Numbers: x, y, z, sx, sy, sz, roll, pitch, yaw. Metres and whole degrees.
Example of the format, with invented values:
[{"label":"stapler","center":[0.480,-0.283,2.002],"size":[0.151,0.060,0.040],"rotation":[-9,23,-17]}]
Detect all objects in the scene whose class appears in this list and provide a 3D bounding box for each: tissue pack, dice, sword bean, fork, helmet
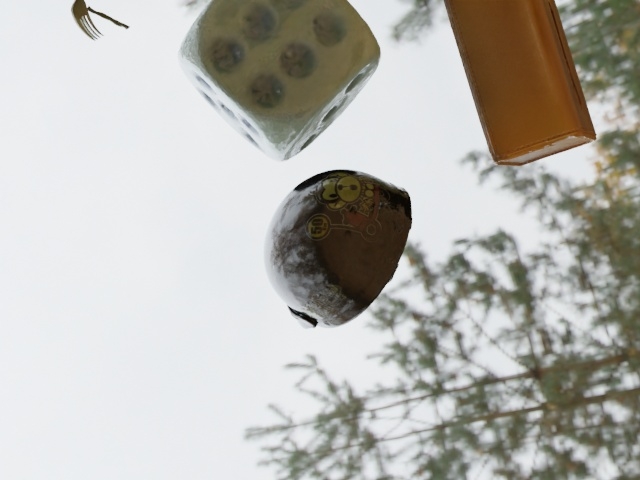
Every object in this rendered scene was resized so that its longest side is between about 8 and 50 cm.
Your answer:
[{"label":"tissue pack","center":[0.315,-0.267,1.537],"size":[0.194,0.145,0.275],"rotation":[-11,-97,-64]},{"label":"dice","center":[-0.071,-0.318,1.739],"size":[0.264,0.262,0.268],"rotation":[45,-96,3]},{"label":"sword bean","center":[-0.367,-0.385,1.709],"size":[0.083,0.012,0.012],"rotation":[26,-132,0]},{"label":"fork","center":[-0.386,-0.413,1.518],"size":[0.034,0.028,0.219],"rotation":[-44,-51,-42]},{"label":"helmet","center":[0.000,0.000,1.445],"size":[0.160,0.279,0.231],"rotation":[31,-130,-26]}]
